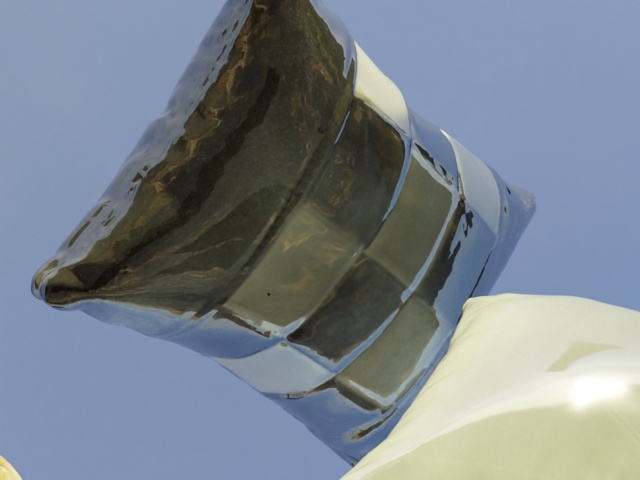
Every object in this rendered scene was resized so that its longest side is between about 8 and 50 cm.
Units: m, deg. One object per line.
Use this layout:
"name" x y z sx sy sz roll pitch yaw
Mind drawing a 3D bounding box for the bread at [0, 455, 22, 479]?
"bread" -0.353 0.139 0.871 0.311 0.173 0.121 21 -103 19

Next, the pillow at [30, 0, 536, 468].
"pillow" 0.000 0.000 0.625 0.250 0.106 0.186 39 -97 -44

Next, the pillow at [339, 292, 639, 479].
"pillow" 0.125 0.091 0.340 0.254 0.144 0.078 24 -54 21
